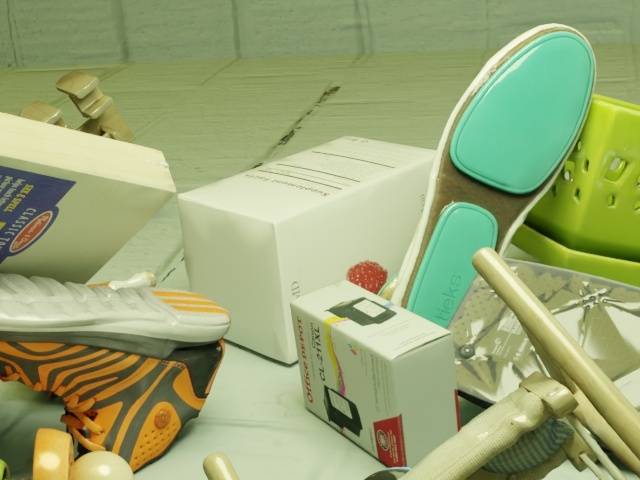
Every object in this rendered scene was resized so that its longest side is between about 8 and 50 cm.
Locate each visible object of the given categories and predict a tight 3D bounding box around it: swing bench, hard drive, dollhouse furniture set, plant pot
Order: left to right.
[{"bbox_3d":[-0.407,-0.115,1.685,0.242,0.212,0.161,-44,37,-18],"label":"dollhouse furniture set"},{"bbox_3d":[0.095,0.185,0.680,0.253,0.165,0.254,-36,36,0],"label":"swing bench"},{"bbox_3d":[0.245,0.113,1.030,0.255,0.054,0.172,15,57,30],"label":"hard drive"},{"bbox_3d":[0.344,-0.064,1.302,0.227,0.207,0.228,9,15,-24],"label":"plant pot"}]

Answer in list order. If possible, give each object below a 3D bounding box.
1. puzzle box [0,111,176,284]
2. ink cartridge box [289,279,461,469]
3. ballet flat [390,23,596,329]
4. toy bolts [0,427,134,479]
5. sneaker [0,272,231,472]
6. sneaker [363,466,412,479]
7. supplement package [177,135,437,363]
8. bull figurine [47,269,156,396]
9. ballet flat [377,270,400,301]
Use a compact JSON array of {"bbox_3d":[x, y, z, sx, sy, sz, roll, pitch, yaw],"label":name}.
[{"bbox_3d":[-0.357,0.031,1.000,0.272,0.409,0.052,12,47,-47],"label":"puzzle box"},{"bbox_3d":[0.050,0.127,1.038,0.072,0.127,0.175,-20,24,-28],"label":"ink cartridge box"},{"bbox_3d":[0.170,-0.052,1.192,0.139,0.400,0.139,24,-2,1],"label":"ballet flat"},{"bbox_3d":[-0.228,0.204,0.834,0.159,0.218,0.228,-1,38,-7],"label":"toy bolts"},{"bbox_3d":[-0.236,0.134,0.986,0.321,0.180,0.125,8,13,-32],"label":"sneaker"},{"bbox_3d":[0.079,0.234,0.832,0.078,0.067,0.188,-10,23,-30],"label":"sneaker"},{"bbox_3d":[0.000,0.000,1.315,0.175,0.177,0.293,16,29,43],"label":"supplement package"},{"bbox_3d":[-0.310,0.091,1.266,0.310,0.101,0.188,14,24,37],"label":"bull figurine"},{"bbox_3d":[0.155,0.050,1.306,0.067,0.073,0.206,30,42,35],"label":"ballet flat"}]
